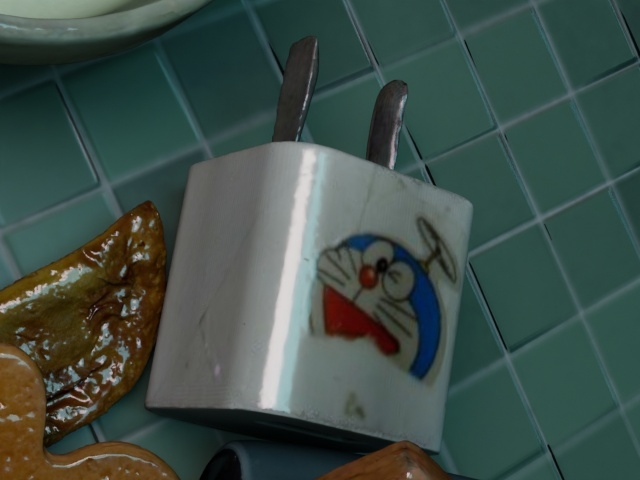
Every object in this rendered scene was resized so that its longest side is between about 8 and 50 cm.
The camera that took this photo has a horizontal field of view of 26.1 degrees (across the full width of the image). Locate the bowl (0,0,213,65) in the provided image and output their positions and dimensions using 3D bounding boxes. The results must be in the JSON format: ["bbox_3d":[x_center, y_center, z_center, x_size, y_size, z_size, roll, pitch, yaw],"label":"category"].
[{"bbox_3d":[-0.163,-0.222,0.655,0.307,0.163,0.307,5,79,-25],"label":"bowl"}]

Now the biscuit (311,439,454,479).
[{"bbox_3d":[0.008,0.219,0.646,0.284,0.043,0.306,10,116,-9],"label":"biscuit"}]

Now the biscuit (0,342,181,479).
[{"bbox_3d":[-0.181,0.124,0.643,0.250,0.036,0.165,10,96,-18],"label":"biscuit"}]

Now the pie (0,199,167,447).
[{"bbox_3d":[-0.149,0.061,0.690,0.191,0.033,0.088,-30,100,-24],"label":"pie"}]

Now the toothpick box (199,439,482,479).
[{"bbox_3d":[0.021,0.168,0.710,0.184,0.120,0.120,19,74,-19],"label":"toothpick box"}]

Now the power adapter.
[{"bbox_3d":[0.000,0.000,0.716,0.130,0.125,0.205,17,75,-33],"label":"power adapter"}]
